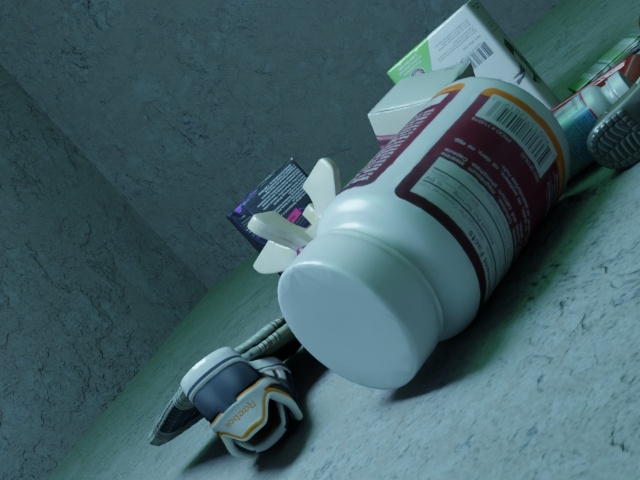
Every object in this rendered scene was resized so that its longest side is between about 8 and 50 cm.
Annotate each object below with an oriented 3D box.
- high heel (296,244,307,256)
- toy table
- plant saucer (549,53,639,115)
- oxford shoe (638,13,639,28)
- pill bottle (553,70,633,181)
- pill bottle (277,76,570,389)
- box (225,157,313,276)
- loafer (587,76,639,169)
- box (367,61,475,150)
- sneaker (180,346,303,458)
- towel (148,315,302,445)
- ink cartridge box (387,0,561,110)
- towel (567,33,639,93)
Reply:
[{"bbox_3d":[0.083,0.006,1.390,0.127,0.181,0.377,-39,8,23],"label":"high heel"},{"bbox_3d":[0.000,0.000,1.537,0.252,0.161,0.274,-52,-19,13],"label":"toy table"},{"bbox_3d":[0.404,-0.185,1.365,0.259,0.048,0.258,-37,9,41],"label":"plant saucer"},{"bbox_3d":[0.586,-0.369,1.484,0.212,0.076,0.076,-60,-10,-62],"label":"oxford shoe"},{"bbox_3d":[0.365,-0.154,1.192,0.160,0.087,0.087,-41,7,28],"label":"pill bottle"},{"bbox_3d":[0.135,-0.016,1.081,0.392,0.224,0.224,-46,8,-35],"label":"pill bottle"},{"bbox_3d":[-0.036,-0.007,1.738,0.143,0.270,0.165,-44,7,-19],"label":"box"},{"bbox_3d":[0.432,-0.193,1.062,0.251,0.094,0.087,-38,12,27],"label":"loafer"},{"bbox_3d":[0.191,-0.135,1.354,0.126,0.232,0.149,-8,27,35],"label":"box"},{"bbox_3d":[-0.092,0.242,1.239,0.126,0.127,0.321,-44,-18,2],"label":"sneaker"},{"bbox_3d":[-0.127,0.197,1.423,0.324,0.056,0.312,-31,-13,-32],"label":"towel"},{"bbox_3d":[0.293,-0.283,1.635,0.198,0.273,0.115,-38,6,28],"label":"ink cartridge box"},{"bbox_3d":[0.536,-0.327,1.626,0.152,0.023,0.113,-42,5,14],"label":"towel"}]
